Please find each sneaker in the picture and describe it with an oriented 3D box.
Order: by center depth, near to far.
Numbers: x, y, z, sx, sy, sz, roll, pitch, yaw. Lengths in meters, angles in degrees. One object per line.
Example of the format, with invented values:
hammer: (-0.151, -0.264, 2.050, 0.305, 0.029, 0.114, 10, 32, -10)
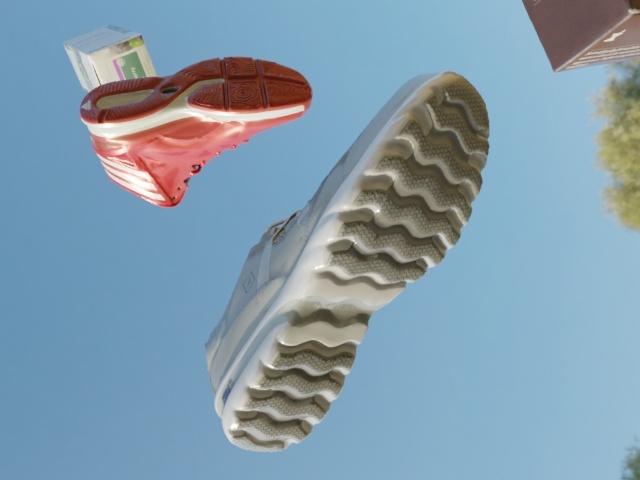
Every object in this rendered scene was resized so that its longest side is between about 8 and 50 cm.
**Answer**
sneaker: (0.000, 0.000, 0.494, 0.105, 0.115, 0.281, 29, -80, -43)
sneaker: (-0.117, -0.106, 0.743, 0.221, 0.128, 0.087, -5, -130, -4)

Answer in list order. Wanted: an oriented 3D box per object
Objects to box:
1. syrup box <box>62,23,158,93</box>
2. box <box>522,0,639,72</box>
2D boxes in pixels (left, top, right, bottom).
syrup box: (-0.355, -0.298, 1.237, 0.096, 0.237, 0.093, -28, -61, -18)
box: (0.321, -0.414, 0.907, 0.191, 0.143, 0.381, -14, -104, -29)
